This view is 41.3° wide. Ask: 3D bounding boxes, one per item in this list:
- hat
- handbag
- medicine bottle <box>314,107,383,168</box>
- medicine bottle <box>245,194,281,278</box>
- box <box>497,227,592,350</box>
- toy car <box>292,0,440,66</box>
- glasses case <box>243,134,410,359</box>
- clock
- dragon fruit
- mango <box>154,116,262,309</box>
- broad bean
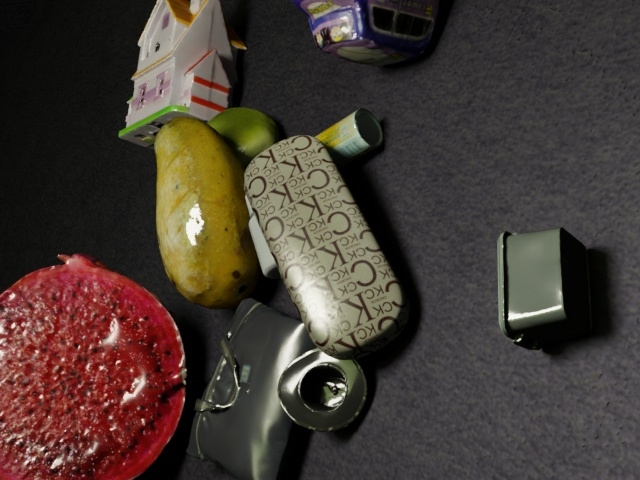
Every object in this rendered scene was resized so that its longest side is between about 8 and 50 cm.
[{"bbox_3d":[0.006,0.192,1.095,0.121,0.050,0.121,-6,69,16],"label":"hat"},{"bbox_3d":[-0.092,0.213,1.196,0.211,0.088,0.254,8,77,49],"label":"handbag"},{"bbox_3d":[-0.003,-0.124,1.285,0.218,0.074,0.074,-27,51,40],"label":"medicine bottle"},{"bbox_3d":[-0.064,-0.016,1.263,0.080,0.080,0.130,-33,66,39],"label":"medicine bottle"},{"bbox_3d":[0.231,0.046,0.870,0.069,0.084,0.122,-17,59,39],"label":"box"},{"bbox_3d":[0.056,-0.339,1.199,0.172,0.235,0.158,1,84,54],"label":"toy car"},{"bbox_3d":[0.000,0.000,1.138,0.137,0.085,0.355,-28,55,1],"label":"glasses case"},{"bbox_3d":[-0.263,-0.351,1.680,0.235,0.166,0.310,-11,70,50],"label":"clock"},{"bbox_3d":[-0.407,0.228,1.398,0.249,0.370,0.387,142,131,-69],"label":"dragon fruit"},{"bbox_3d":[-0.180,-0.050,1.352,0.176,0.175,0.330,-11,71,15],"label":"mango"},{"bbox_3d":[-0.136,-0.174,1.472,0.124,0.082,0.174,-40,41,-15],"label":"broad bean"}]
